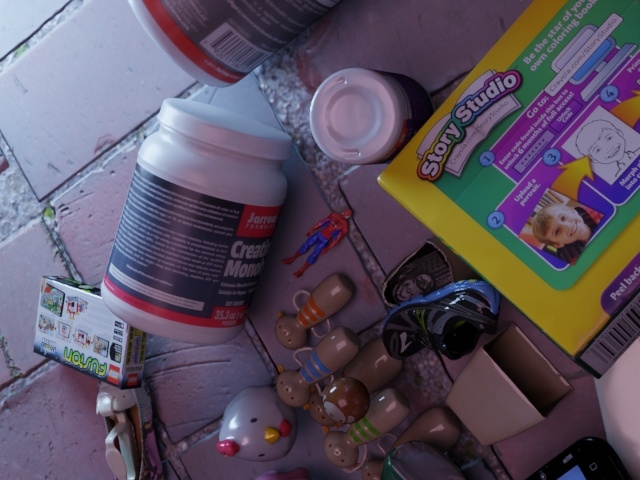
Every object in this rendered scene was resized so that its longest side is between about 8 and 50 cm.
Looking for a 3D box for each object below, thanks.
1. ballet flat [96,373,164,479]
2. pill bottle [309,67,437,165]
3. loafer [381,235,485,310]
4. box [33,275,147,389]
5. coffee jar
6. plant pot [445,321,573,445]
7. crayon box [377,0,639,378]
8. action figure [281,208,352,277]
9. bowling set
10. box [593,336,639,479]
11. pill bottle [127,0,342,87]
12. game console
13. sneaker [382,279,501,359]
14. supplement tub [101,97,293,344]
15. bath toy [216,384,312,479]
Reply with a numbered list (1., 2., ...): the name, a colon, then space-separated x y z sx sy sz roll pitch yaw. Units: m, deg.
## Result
1. ballet flat: -0.271 0.255 1.513 0.077 0.079 0.221 -12 90 26
2. pill bottle: 0.071 -0.142 1.275 0.108 0.193 0.108 2 96 23
3. loafer: 0.175 0.022 1.304 0.251 0.087 0.094 -36 81 21
4. box: -0.317 0.123 1.506 0.207 0.036 0.114 14 99 41
5. coffee jar: 0.105 0.334 1.306 0.096 0.079 0.184 40 132 34
6. plant pot: 0.214 0.179 1.298 0.109 0.109 0.096 49 119 11
7. crayon box: 0.289 -0.096 1.151 0.363 0.106 0.313 -48 55 6
8. action figure: 0.000 0.000 1.408 0.115 0.030 0.038 -44 73 18
9. bowling set: 0.015 0.189 1.333 0.154 0.200 0.287 -43 75 23
10. box: 0.382 0.194 1.205 0.121 0.148 0.311 -13 91 22
11. pill bottle: -0.042 -0.362 1.294 0.363 0.210 0.210 -34 82 21
12. game console: 0.228 0.326 1.254 0.213 0.044 0.361 55 138 17
13. sneaker: 0.135 0.104 1.268 0.188 0.067 0.078 -30 50 48
14. supplement tub: -0.153 -0.023 1.379 0.191 0.191 0.272 23 103 19
15. bath toy: -0.040 0.354 1.376 0.151 0.129 0.348 -15 97 26
